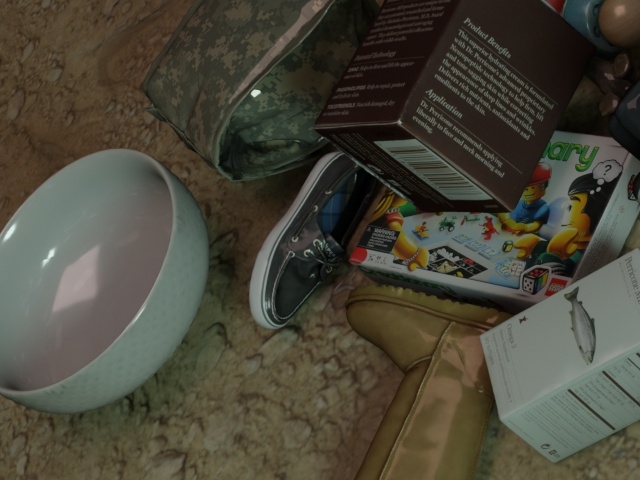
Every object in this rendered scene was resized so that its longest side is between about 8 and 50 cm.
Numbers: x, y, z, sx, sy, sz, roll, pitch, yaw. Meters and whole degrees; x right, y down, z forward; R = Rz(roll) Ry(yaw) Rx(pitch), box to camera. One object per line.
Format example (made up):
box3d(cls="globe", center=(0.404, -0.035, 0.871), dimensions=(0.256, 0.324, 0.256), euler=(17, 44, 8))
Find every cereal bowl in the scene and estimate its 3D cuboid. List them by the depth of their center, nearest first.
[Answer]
box3d(cls="cereal bowl", center=(-0.260, 0.065, 2.130), dimensions=(0.339, 0.141, 0.339), euler=(-25, 46, 29))

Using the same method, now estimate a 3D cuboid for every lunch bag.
box3d(cls="lunch bag", center=(-0.065, -0.212, 2.136), dimensions=(0.287, 0.169, 0.235), euler=(-45, 40, 0))

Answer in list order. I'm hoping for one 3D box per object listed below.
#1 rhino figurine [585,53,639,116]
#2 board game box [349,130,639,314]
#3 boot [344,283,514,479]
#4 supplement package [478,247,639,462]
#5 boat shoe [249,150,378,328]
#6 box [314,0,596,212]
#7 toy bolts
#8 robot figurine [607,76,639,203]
box3d(cls="rhino figurine", center=(0.330, -0.134, 1.750), dimensions=(0.073, 0.106, 0.243), euler=(-62, 27, 9))
box3d(cls="board game box", center=(0.187, -0.026, 1.848), dimensions=(0.305, 0.053, 0.193), euler=(11, 69, 47))
box3d(cls="boot", center=(0.071, 0.185, 1.773), dimensions=(0.236, 0.089, 0.270), euler=(7, 67, 46))
box3d(cls="supplement package", center=(0.255, 0.108, 1.642), dimensions=(0.179, 0.105, 0.105), euler=(-32, 43, 21))
box3d(cls="boat shoe", center=(0.000, 0.000, 1.993), dimensions=(0.076, 0.080, 0.228), euler=(6, 58, 47))
box3d(cls="box", center=(0.136, -0.154, 1.798), dimensions=(0.167, 0.168, 0.203), euler=(2, 59, 60))
box3d(cls="toy bolts", center=(0.299, -0.301, 1.837), dimensions=(0.158, 0.218, 0.229), euler=(9, 74, 61))
box3d(cls="robot figurine", center=(0.386, -0.055, 1.527), dimensions=(0.173, 0.278, 0.209), euler=(-55, -9, 34))
